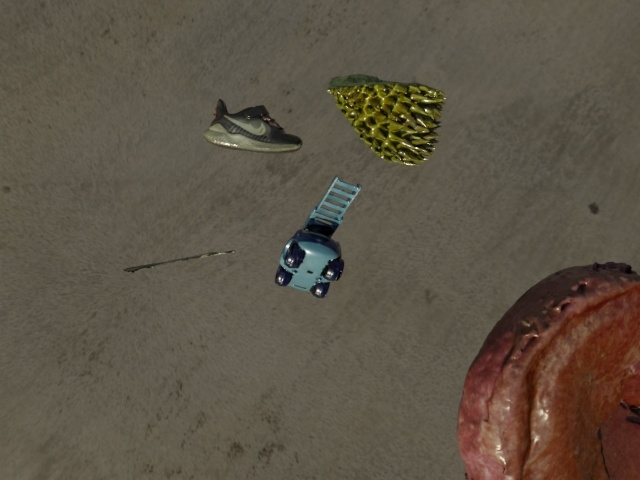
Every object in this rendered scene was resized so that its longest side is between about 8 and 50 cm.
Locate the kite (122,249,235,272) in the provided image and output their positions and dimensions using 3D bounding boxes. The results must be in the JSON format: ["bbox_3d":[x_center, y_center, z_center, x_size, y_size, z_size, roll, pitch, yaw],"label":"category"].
[{"bbox_3d":[-0.348,0.052,1.333,0.314,0.335,0.011,-9,93,21],"label":"kite"}]

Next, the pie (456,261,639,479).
[{"bbox_3d":[0.161,0.102,0.331,0.182,0.049,0.182,-1,93,-22],"label":"pie"}]

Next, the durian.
[{"bbox_3d":[0.152,-0.257,1.164,0.198,0.394,0.163,22,112,25],"label":"durian"}]

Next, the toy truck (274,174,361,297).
[{"bbox_3d":[0.000,0.000,0.574,0.063,0.136,0.074,20,53,-12],"label":"toy truck"}]

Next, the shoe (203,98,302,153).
[{"bbox_3d":[-0.151,-0.256,1.263,0.228,0.099,0.112,6,94,6],"label":"shoe"}]
